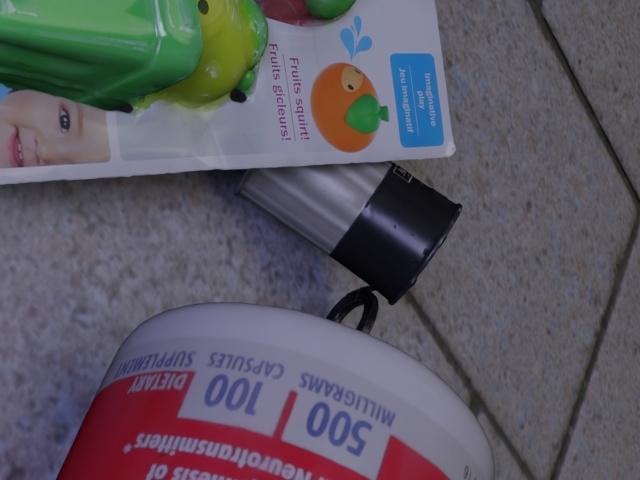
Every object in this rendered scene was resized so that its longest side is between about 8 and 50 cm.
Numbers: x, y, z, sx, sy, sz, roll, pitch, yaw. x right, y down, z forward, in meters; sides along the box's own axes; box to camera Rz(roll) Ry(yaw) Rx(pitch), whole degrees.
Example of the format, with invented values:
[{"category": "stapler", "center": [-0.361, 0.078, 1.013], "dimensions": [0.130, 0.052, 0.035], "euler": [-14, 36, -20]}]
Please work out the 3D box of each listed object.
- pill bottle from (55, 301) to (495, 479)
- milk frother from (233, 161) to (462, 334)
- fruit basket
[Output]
[{"category": "pill bottle", "center": [-0.066, 0.251, 0.622], "dimensions": [0.229, 0.229, 0.408], "euler": [48, 47, -34]}, {"category": "milk frother", "center": [0.000, 0.000, 0.885], "dimensions": [0.134, 0.129, 0.143], "euler": [35, 81, 0]}, {"category": "fruit basket", "center": [-0.064, -0.201, 0.752], "dimensions": [0.353, 0.165, 0.327], "euler": [-6, 86, -32]}]
